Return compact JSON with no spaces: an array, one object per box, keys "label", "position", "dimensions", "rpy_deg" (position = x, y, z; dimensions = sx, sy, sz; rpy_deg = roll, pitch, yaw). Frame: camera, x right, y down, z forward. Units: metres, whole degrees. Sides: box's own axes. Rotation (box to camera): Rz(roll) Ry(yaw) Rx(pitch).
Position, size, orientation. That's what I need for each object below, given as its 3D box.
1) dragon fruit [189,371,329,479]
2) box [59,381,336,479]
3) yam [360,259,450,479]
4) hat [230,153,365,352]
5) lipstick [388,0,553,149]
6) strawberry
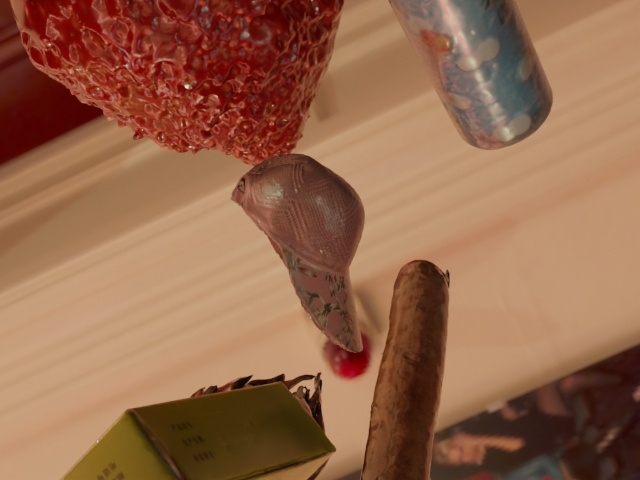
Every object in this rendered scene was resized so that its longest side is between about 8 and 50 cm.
[{"label":"dragon fruit","position":[-0.061,0.158,0.963],"dimensions":[0.121,0.142,0.130],"rpy_deg":[51,-149,-48]},{"label":"box","position":[-0.127,0.193,0.718],"dimensions":[0.062,0.260,0.175],"rpy_deg":[50,-162,18]},{"label":"yam","position":[0.055,0.114,0.811],"dimensions":[0.264,0.046,0.046],"rpy_deg":[-79,-30,-41]},{"label":"hat","position":[0.003,0.001,0.493],"dimensions":[0.087,0.042,0.058],"rpy_deg":[55,-178,-18]},{"label":"lipstick","position":[0.051,-0.102,0.499],"dimensions":[0.158,0.048,0.048],"rpy_deg":[55,-167,-46]},{"label":"strawberry","position":[-0.056,-0.106,0.525],"dimensions":[0.148,0.131,0.131],"rpy_deg":[38,-154,-52]}]
